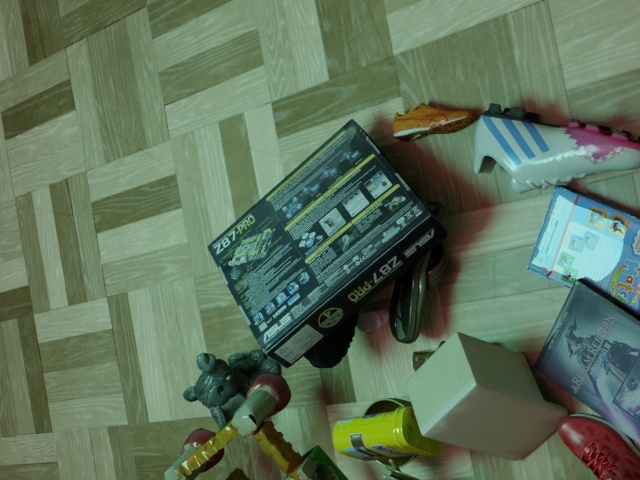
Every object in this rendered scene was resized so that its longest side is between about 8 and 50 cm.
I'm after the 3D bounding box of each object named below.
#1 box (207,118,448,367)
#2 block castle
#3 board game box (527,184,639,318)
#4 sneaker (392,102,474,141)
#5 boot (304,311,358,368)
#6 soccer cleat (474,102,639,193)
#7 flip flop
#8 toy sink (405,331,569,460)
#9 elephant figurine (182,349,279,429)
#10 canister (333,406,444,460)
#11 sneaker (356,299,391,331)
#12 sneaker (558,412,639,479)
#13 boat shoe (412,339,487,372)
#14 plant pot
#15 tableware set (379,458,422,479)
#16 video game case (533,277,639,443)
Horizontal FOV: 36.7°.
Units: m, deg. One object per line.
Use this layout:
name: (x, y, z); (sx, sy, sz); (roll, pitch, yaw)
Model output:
box: (0.000, 0.000, 1.825); (0.395, 0.097, 0.318); (-41, 49, 7)
block castle: (-0.063, 0.520, 1.943); (0.303, 0.213, 0.453); (-42, 90, 24)
board game box: (0.471, 0.016, 1.633); (0.211, 0.039, 0.160); (28, 111, 35)
sneaker: (0.207, -0.231, 1.815); (0.175, 0.064, 0.067); (-4, 81, 36)
boot: (-0.055, 0.101, 1.965); (0.260, 0.131, 0.347); (-10, 58, 34)
soccer cleat: (0.402, -0.137, 1.633); (0.331, 0.116, 0.143); (20, 102, 44)
flip flop: (0.196, 0.062, 1.831); (0.112, 0.080, 0.277); (-158, 76, -68)
toy sink: (0.296, 0.277, 1.720); (0.153, 0.234, 0.131); (-51, 34, 30)
elephant figurine: (-0.214, 0.322, 2.083); (0.169, 0.239, 0.186); (-10, 87, 39)
canister: (0.123, 0.357, 1.765); (0.170, 0.126, 0.073); (-18, 57, 40)
sneaker: (0.116, 0.150, 1.932); (0.134, 0.070, 0.051); (-10, 97, 68)
sneaker: (0.475, 0.370, 1.600); (0.221, 0.128, 0.087); (30, 111, 32)
boat shoe: (0.242, 0.217, 1.818); (0.178, 0.064, 0.060); (-25, 80, 40)
plant pot: (0.159, 0.366, 1.877); (0.134, 0.095, 0.134); (3, 95, 38)
tableware set: (0.206, 0.458, 1.798); (0.194, 0.128, 0.039); (21, 78, 7)
video game case: (0.505, 0.214, 1.607); (0.274, 0.026, 0.196); (36, 125, 29)
